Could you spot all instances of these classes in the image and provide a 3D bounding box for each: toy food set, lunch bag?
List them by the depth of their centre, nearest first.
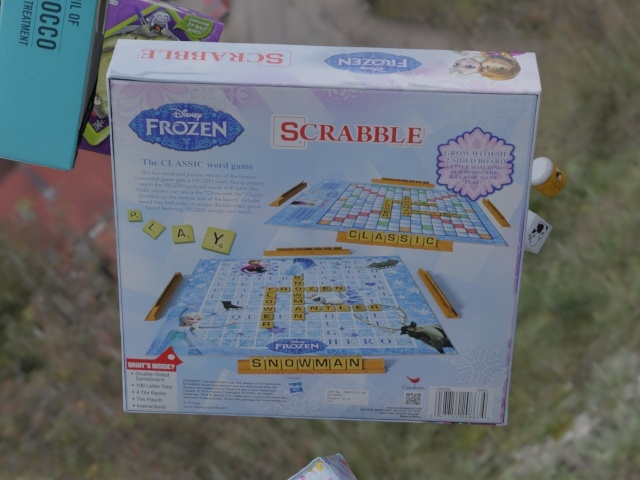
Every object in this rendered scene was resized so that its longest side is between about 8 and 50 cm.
[{"bbox_3d":[0.016,0.195,1.239,0.053,0.083,0.071,-35,-12,7],"label":"lunch bag"},{"bbox_3d":[0.199,-0.016,2.160,0.111,0.104,0.232,25,82,52],"label":"toy food set"}]

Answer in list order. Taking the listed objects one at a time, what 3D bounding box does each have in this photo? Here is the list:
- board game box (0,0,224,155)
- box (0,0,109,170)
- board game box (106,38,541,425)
[{"bbox_3d":[-0.306,-0.223,2.202,0.056,0.346,0.208,43,114,52],"label":"board game box"},{"bbox_3d":[-0.160,-0.175,1.092,0.100,0.060,0.244,-87,9,-61],"label":"box"},{"bbox_3d":[0.000,0.000,1.369,0.318,0.318,0.066,2,34,0],"label":"board game box"}]
